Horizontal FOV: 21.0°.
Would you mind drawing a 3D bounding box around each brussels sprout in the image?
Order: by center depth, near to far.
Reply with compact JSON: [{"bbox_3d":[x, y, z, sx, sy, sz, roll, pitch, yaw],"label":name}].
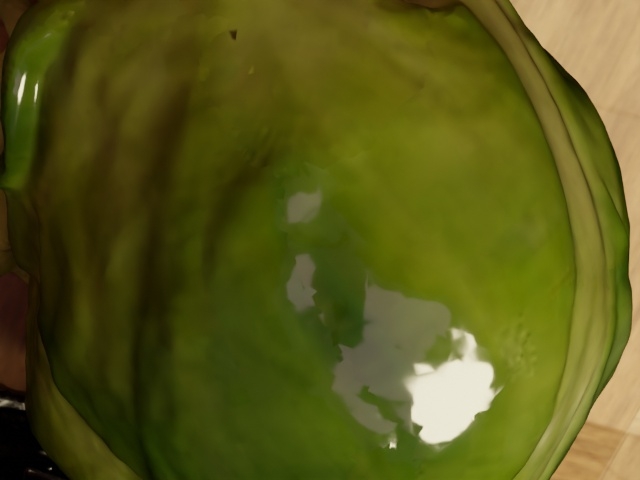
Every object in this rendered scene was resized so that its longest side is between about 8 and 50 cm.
[{"bbox_3d":[0.000,0.000,0.835,0.276,0.315,0.371,-28,125,-41],"label":"brussels sprout"}]

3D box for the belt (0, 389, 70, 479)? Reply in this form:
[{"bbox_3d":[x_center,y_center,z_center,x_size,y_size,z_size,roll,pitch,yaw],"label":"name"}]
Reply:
[{"bbox_3d":[-0.133,0.197,0.968,0.289,0.184,0.164,19,104,-21],"label":"belt"}]
